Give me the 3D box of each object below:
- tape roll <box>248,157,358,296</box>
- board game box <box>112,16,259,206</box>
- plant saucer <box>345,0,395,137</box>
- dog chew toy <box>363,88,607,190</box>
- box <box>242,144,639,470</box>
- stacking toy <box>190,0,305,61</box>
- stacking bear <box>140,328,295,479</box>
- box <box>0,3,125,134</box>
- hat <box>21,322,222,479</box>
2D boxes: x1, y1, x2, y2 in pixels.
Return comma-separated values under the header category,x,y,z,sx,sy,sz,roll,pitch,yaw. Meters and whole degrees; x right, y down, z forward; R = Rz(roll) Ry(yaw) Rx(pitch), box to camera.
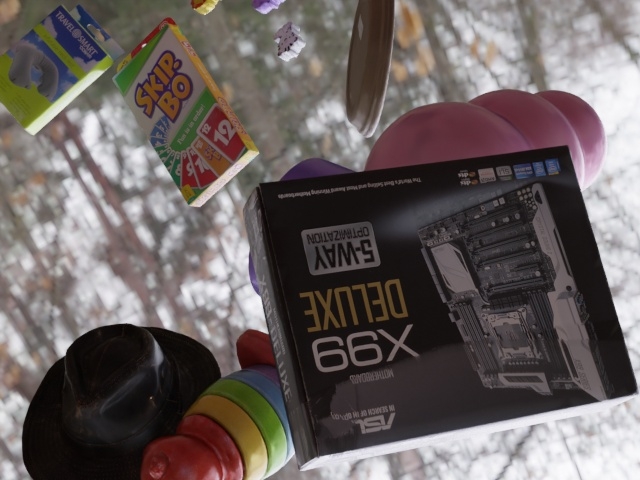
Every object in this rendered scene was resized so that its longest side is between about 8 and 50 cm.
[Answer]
category,x,y,z,sx,sy,sz,roll,pitch,yaw
tape roll,0.000,0.000,1.637,0.080,0.189,0.189,24,-127,28
board game box,-0.199,-0.186,1.903,0.124,0.039,0.259,-41,-113,21
plant saucer,0.081,-0.315,2.301,0.041,0.277,0.278,6,-146,-6
dog chew toy,0.204,-0.080,1.538,0.332,0.206,0.207,-26,-151,-37
box,0.104,0.055,1.197,0.308,0.076,0.242,-7,-106,-18
stacking toy,-0.038,-0.345,1.765,0.221,0.167,0.052,-39,-134,26
stacking bear,-0.134,0.275,1.864,0.164,0.175,0.289,17,-145,34
box,-0.379,-0.248,1.903,0.178,0.042,0.109,-43,-100,-4
hat,-0.304,0.217,1.984,0.331,0.134,0.331,-5,-135,5
